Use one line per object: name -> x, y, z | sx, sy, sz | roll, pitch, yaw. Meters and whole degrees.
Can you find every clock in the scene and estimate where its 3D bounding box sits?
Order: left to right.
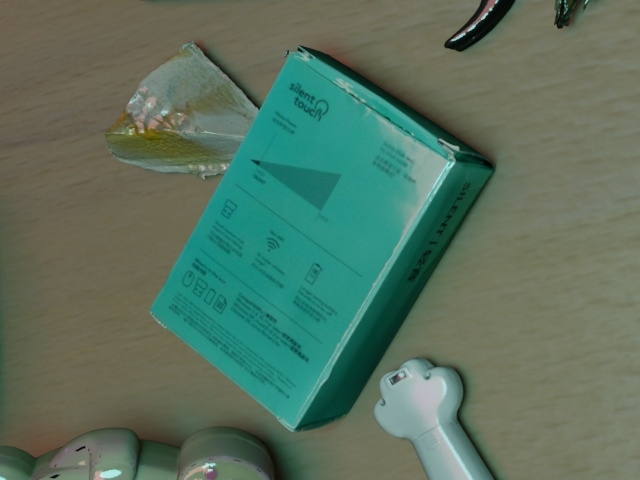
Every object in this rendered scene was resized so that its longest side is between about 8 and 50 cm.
clock -> -0.198, 0.321, 1.281 | 0.309, 0.114, 0.284 | 1, 105, -4

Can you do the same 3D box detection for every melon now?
melon -> -0.139, -0.139, 1.351 | 0.202, 0.093, 0.140 | -1, 81, 23

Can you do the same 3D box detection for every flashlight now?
flashlight -> 0.124, 0.206, 1.231 | 0.093, 0.047, 0.200 | -34, 77, 24

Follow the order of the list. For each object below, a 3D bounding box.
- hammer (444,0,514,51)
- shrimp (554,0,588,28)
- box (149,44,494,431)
hammer -> -0.007, -0.274, 1.309 | 0.439, 0.044, 0.168 | 5, 90, 28
shrimp -> 0.234, -0.346, 1.180 | 0.169, 0.058, 0.296 | 28, 98, 33
box -> 0.000, 0.000, 1.258 | 0.205, 0.118, 0.311 | 35, 105, 21
